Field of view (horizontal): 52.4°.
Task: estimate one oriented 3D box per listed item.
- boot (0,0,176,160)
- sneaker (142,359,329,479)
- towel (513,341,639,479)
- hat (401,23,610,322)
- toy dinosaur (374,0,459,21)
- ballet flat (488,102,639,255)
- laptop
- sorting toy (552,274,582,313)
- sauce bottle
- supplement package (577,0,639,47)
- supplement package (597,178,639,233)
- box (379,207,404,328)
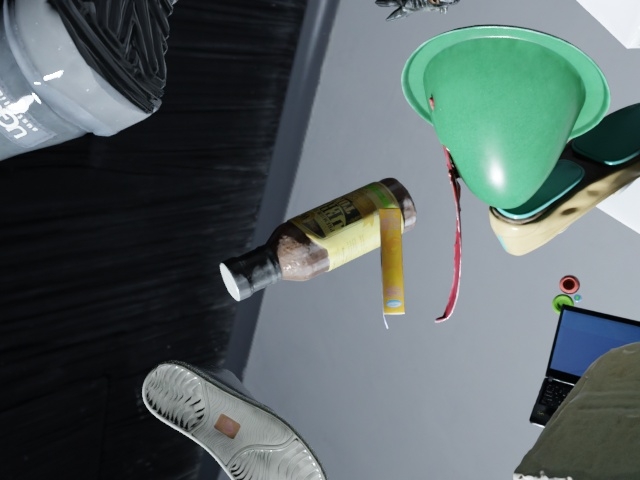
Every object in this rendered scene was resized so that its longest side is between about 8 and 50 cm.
[{"bbox_3d":[-0.339,-0.154,0.533,0.446,0.146,0.366,-19,42,16],"label":"boot"},{"bbox_3d":[-0.077,0.199,0.707,0.222,0.118,0.083,36,91,11],"label":"sneaker"},{"bbox_3d":[0.293,0.141,0.489,0.049,0.187,0.282,54,151,-6],"label":"towel"},{"bbox_3d":[0.144,-0.043,0.549,0.173,0.208,0.183,0,67,39],"label":"hat"},{"bbox_3d":[0.159,-0.350,0.812,0.164,0.322,0.218,-62,20,9],"label":"toy dinosaur"},{"bbox_3d":[0.272,-0.064,0.671,0.080,0.232,0.073,52,170,47],"label":"ballet flat"},{"bbox_3d":[0.534,0.251,1.196,0.235,0.264,0.136,12,112,25],"label":"laptop"},{"bbox_3d":[0.614,0.137,1.606,0.061,0.042,0.101,18,90,31],"label":"sorting toy"},{"bbox_3d":[0.000,0.000,1.101,0.111,0.345,0.111,49,154,34],"label":"sauce bottle"},{"bbox_3d":[0.623,-0.468,1.195,0.149,0.203,0.194,105,151,-47],"label":"supplement package"},{"bbox_3d":[0.539,-0.063,1.051,0.105,0.179,0.105,42,110,35],"label":"supplement package"},{"bbox_3d":[0.084,0.034,0.761,0.028,0.081,0.136,-4,84,5],"label":"box"}]
